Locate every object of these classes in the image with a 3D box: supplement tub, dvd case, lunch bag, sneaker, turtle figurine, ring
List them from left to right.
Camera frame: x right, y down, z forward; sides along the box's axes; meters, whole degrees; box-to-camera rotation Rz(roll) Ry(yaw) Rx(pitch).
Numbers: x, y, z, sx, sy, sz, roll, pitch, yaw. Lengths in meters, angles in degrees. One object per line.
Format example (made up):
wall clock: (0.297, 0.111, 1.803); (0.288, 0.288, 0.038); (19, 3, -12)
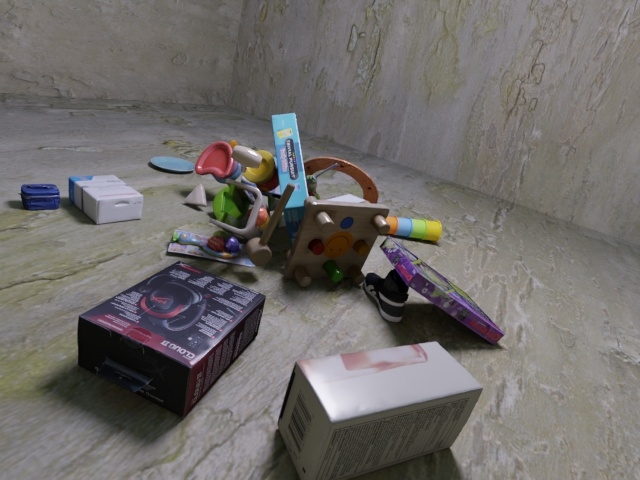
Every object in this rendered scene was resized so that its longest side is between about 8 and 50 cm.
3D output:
lunch bag: (-0.800, -0.129, 1.185); (0.098, 0.065, 0.067); (-7, 31, -44)
supplement tub: (-0.277, -0.189, 1.600); (0.071, 0.107, 0.071); (12, 22, -5)
dvd case: (-0.148, -0.214, 1.855); (0.253, 0.022, 0.180); (13, 23, -6)
turtle figurine: (-0.042, -0.150, 1.496); (0.266, 0.198, 0.274); (-12, -4, -20)
ring: (0.065, -0.208, 1.629); (0.336, 0.337, 0.032); (17, 59, 6)
sneaker: (0.190, 0.116, 1.153); (0.079, 0.121, 0.217); (8, 23, -18)

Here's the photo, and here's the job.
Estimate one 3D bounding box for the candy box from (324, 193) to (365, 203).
candy box: (0.057, -0.037, 1.333); (0.070, 0.196, 0.165); (25, 24, 24)

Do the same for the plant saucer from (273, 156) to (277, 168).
plant saucer: (-0.266, -0.411, 2.224); (0.194, 0.037, 0.195); (13, 22, -5)

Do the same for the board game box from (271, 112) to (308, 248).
board game box: (-0.086, -0.182, 1.309); (0.079, 0.254, 0.336); (-8, 64, -3)

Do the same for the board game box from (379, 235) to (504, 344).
board game box: (0.321, 0.132, 1.114); (0.346, 0.056, 0.208); (34, 10, -24)

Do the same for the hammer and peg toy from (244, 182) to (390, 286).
hammer and peg toy: (0.000, 0.000, 1.122); (0.361, 0.266, 0.127); (2, 36, -31)

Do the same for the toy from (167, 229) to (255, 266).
toy: (-0.302, 0.005, 1.195); (0.237, 0.056, 0.137); (9, 24, -14)

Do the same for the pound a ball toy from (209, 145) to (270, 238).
pound a ball toy: (-0.193, -0.110, 1.172); (0.135, 0.208, 0.319); (21, -6, -1)

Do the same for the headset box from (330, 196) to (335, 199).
headset box: (0.075, -0.164, 1.860); (0.083, 0.032, 0.062); (15, 22, -5)

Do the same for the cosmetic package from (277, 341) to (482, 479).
cosmetic package: (0.097, 0.274, 0.687); (0.296, 0.153, 0.129); (3, 26, -30)

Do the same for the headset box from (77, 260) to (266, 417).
headset box: (-0.266, 0.166, 0.763); (0.218, 0.110, 0.293); (19, 23, 12)

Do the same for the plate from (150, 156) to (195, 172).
plate: (-0.637, -0.324, 1.806); (0.188, 0.024, 0.188); (13, 22, -6)

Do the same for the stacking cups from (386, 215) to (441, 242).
stacking cups: (0.331, -0.055, 1.689); (0.316, 0.096, 0.096); (7, 24, -16)

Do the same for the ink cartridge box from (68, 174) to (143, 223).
ink cartridge box: (-0.648, -0.129, 1.259); (0.190, 0.082, 0.139); (31, 28, 32)

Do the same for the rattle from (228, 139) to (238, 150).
rattle: (-0.468, -0.452, 2.073); (0.130, 0.143, 0.200); (-8, 32, -6)

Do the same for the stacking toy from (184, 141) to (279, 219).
stacking toy: (-0.307, -0.194, 1.494); (0.308, 0.280, 0.130); (21, -10, 24)
